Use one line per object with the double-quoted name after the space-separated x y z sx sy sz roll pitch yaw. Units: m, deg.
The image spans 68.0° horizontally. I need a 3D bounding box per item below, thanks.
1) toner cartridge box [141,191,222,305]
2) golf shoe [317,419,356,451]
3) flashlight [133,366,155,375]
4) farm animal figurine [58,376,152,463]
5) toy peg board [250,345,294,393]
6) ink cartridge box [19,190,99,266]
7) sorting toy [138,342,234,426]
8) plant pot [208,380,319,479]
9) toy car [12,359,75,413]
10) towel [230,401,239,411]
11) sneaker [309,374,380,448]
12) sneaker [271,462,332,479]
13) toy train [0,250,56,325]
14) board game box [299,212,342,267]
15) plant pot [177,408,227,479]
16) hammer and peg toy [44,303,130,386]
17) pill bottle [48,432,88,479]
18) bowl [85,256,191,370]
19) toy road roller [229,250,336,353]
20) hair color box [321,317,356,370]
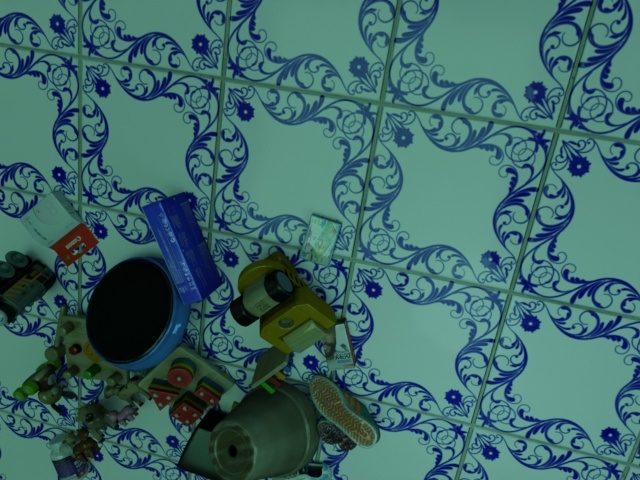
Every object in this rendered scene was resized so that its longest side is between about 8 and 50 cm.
-0.451 0.024 1.573 0.075 0.165 0.347 -17 100 16 "toner cartridge box"
0.047 0.667 1.653 0.067 0.086 0.186 -43 123 4 "golf shoe"
-0.618 0.358 1.738 0.103 0.103 0.303 3 115 -33 "flashlight"
-0.836 0.659 1.804 0.172 0.330 0.327 50 137 -7 "farm animal figurine"
-0.143 0.431 1.627 0.161 0.161 0.079 -39 107 18 "toy peg board"
-0.949 -0.037 1.720 0.189 0.066 0.232 -33 92 18 "ink cartridge box"
-0.497 0.542 1.729 0.255 0.089 0.257 41 110 -18 "sorting toy"
-0.211 0.657 1.582 0.324 0.280 0.322 -2 86 30 "plant pot"
-1.061 0.590 1.866 0.149 0.155 0.188 -30 109 27 "toy car"
-0.312 0.651 1.796 0.060 0.009 0.083 20 108 5 "towel"
0.084 0.589 1.650 0.302 0.121 0.108 43 94 20 "sneaker"
-0.076 0.873 1.766 0.238 0.085 0.086 -16 110 10 "sneaker"
-1.092 0.167 1.672 0.190 0.334 0.142 41 107 -16 "toy train"
0.000 0.000 1.544 0.104 0.026 0.154 19 108 6 "board game box"
-0.389 0.743 1.753 0.188 0.188 0.166 16 101 7 "plant pot"
-0.895 0.398 1.787 0.362 0.127 0.265 6 106 10 "hammer and peg toy"
-1.050 0.904 1.968 0.108 0.108 0.193 -12 103 15 "pill bottle"
-0.629 0.241 1.612 0.392 0.077 0.390 -6 72 18 "bowl"
-0.120 0.185 1.541 0.203 0.240 0.329 -36 121 20 "toy road roller"
0.059 0.355 1.615 0.093 0.053 0.167 -11 101 15 "hair color box"
